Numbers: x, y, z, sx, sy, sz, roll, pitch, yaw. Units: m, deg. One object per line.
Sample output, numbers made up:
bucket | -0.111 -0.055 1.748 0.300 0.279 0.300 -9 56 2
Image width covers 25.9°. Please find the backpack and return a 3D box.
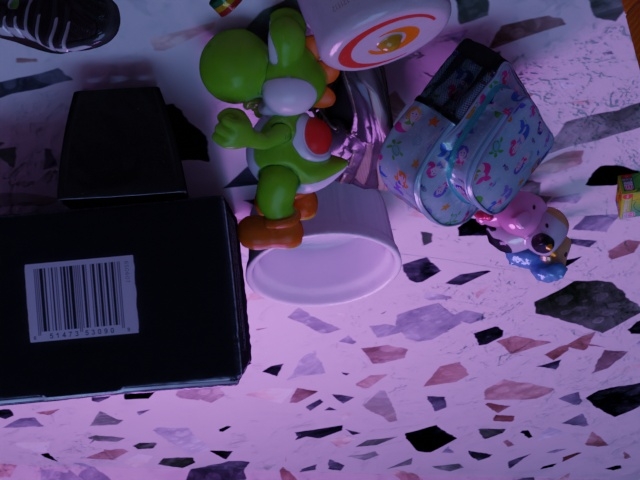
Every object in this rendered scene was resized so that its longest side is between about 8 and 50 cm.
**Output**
backpack | 0.218 -0.145 2.118 0.253 0.191 0.225 -47 147 -1

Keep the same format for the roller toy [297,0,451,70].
roller toy | 0.074 -0.321 1.878 0.209 0.146 0.191 -13 164 -27

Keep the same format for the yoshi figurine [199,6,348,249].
yoshi figurine | -0.095 -0.176 2.088 0.203 0.203 0.362 -20 127 -30

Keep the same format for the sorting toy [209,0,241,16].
sorting toy | -0.023 -0.385 1.798 0.275 0.132 0.046 -30 116 35

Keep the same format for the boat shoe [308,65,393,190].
boat shoe | 0.050 -0.176 2.191 0.130 0.132 0.355 -8 149 4

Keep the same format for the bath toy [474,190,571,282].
bath toy | 0.346 -0.041 2.491 0.151 0.129 0.348 -18 148 21

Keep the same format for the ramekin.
ramekin | 0.000 0.000 2.489 0.277 0.135 0.277 -4 150 -2

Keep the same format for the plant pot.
plant pot | -0.302 -0.141 2.114 0.188 0.166 0.187 -5 177 -4

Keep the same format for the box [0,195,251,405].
box | -0.365 0.103 2.272 0.480 0.297 0.472 -5 176 -2

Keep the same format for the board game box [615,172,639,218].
board game box | 0.634 -0.091 2.540 0.181 0.043 0.092 -8 150 4

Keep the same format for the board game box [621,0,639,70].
board game box | 0.636 -0.345 1.772 0.357 0.356 0.356 12 146 -29

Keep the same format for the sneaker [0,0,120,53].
sneaker | -0.340 -0.300 1.882 0.281 0.106 0.162 14 -179 34
